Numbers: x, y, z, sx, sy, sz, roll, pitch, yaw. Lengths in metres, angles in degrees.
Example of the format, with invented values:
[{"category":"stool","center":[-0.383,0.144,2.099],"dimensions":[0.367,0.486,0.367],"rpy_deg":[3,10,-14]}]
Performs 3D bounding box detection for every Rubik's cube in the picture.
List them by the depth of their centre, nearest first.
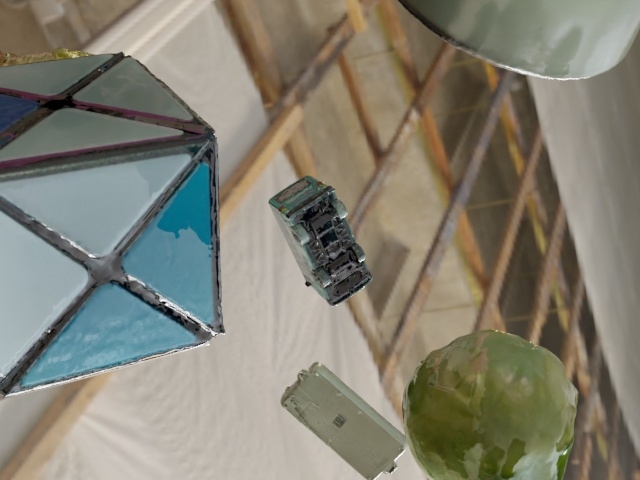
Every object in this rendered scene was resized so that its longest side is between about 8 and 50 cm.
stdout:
[{"category":"Rubik's cube","center":[-0.255,-0.026,1.082],"dimensions":[0.246,0.250,0.248],"rpy_deg":[-14,-56,-25]}]

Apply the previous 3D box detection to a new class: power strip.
[{"category":"power strip","center":[0.032,0.253,1.502],"dimensions":[0.192,0.081,0.035],"rpy_deg":[41,-165,-6]}]

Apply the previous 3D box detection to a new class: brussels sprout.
[{"category":"brussels sprout","center":[0.147,0.163,0.938],"dimensions":[0.149,0.152,0.122],"rpy_deg":[66,-157,-43]}]

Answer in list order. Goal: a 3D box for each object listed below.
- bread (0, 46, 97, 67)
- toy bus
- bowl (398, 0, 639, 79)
[{"category":"bread","center":[-0.350,-0.095,1.486],"dimensions":[0.333,0.143,0.323],"rpy_deg":[-73,-19,-84]},{"category":"toy bus","center":[0.000,0.000,1.455],"dimensions":[0.092,0.079,0.160],"rpy_deg":[35,155,55]},{"category":"bowl","center":[0.248,-0.373,1.243],"dimensions":[0.185,0.354,0.353],"rpy_deg":[118,168,-48]}]
